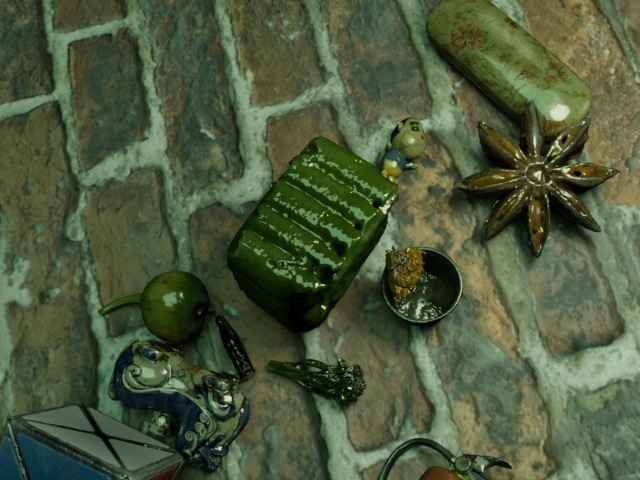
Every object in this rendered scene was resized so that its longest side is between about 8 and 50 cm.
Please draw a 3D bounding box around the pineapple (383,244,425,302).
[{"bbox_3d":[0.146,0.045,1.584,0.077,0.114,0.114,20,67,34],"label":"pineapple"}]

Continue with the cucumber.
[{"bbox_3d":[-0.182,0.209,1.693,0.039,0.043,0.163,-47,60,32],"label":"cucumber"}]

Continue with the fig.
[{"bbox_3d":[-0.346,0.133,1.713,0.245,0.149,0.149,2,67,27],"label":"fig"}]

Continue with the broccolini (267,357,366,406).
[{"bbox_3d":[-0.011,0.269,1.634,0.203,0.068,0.091,6,88,9],"label":"broccolini"}]

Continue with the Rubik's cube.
[{"bbox_3d":[-0.432,0.453,1.473,0.260,0.255,0.259,26,90,12],"label":"Rubik's cube"}]

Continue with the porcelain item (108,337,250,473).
[{"bbox_3d":[-0.279,0.313,1.619,0.288,0.138,0.186,24,89,10],"label":"porcelain item"}]

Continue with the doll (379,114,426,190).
[{"bbox_3d":[0.177,-0.191,1.794,0.089,0.102,0.179,-3,62,47],"label":"doll"}]

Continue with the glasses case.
[{"bbox_3d":[0.410,-0.390,1.839,0.156,0.098,0.425,-42,71,-2],"label":"glasses case"}]

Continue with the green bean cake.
[{"bbox_3d":[0.000,0.000,1.611,0.218,0.319,0.335,36,80,15],"label":"green bean cake"}]

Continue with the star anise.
[{"bbox_3d":[0.441,-0.125,1.709,0.332,0.117,0.331,0,86,8],"label":"star anise"}]

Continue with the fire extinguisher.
[{"bbox_3d":[0.157,0.498,1.496,0.200,0.113,0.376,37,76,19],"label":"fire extinguisher"}]

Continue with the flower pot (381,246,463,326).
[{"bbox_3d":[0.203,0.102,1.658,0.158,0.107,0.157,-3,69,8],"label":"flower pot"}]
